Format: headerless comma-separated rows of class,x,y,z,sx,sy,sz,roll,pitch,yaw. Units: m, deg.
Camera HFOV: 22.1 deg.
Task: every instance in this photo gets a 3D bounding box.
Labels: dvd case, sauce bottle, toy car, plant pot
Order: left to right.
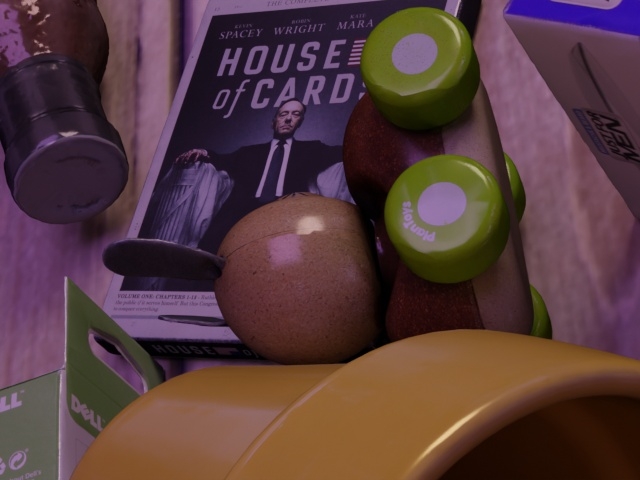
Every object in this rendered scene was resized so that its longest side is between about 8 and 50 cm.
sauce bottle,-0.197,-0.151,1.049,0.111,0.111,0.344,-34,48,6
dvd case,-0.016,-0.043,0.924,0.179,0.029,0.239,-1,60,30
toy car,0.000,0.000,0.773,0.188,0.155,0.149,-14,62,10
plant pot,0.017,0.149,0.646,0.239,0.254,0.254,13,66,53

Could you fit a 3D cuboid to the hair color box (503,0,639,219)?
hair color box,0.265,-0.056,0.661,0.339,0.185,0.110,15,71,36

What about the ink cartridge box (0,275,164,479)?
ink cartridge box,-0.125,0.136,0.812,0.062,0.109,0.209,-19,52,17
